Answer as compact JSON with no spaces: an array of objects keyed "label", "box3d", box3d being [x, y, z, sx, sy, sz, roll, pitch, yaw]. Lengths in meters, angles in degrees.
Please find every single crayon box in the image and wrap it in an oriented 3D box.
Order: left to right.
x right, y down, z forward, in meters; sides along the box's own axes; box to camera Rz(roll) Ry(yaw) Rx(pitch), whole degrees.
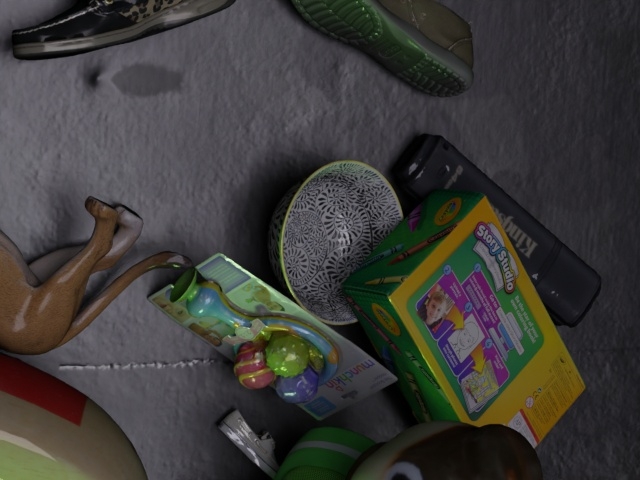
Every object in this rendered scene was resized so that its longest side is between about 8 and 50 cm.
[{"label":"crayon box","box3d":[0.155,0.104,1.941,0.165,0.081,0.278,-45,120,-27]}]

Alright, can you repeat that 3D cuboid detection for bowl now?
[{"label":"bowl","box3d":[0.000,0.000,1.907,0.170,0.080,0.170,-4,96,-41]}]

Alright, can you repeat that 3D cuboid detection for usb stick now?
[{"label":"usb stick","box3d":[0.196,-0.009,2.007,0.278,0.045,0.077,40,83,-19]}]

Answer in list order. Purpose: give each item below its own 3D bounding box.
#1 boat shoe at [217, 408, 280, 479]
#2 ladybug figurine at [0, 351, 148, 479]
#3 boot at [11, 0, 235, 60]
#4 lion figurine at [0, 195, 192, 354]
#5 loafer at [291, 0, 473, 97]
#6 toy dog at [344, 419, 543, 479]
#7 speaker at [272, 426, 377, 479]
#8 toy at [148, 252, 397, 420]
[{"label":"boat shoe","box3d":[-0.064,0.217,1.945,0.035,0.035,0.100,-46,102,-7]},{"label":"ladybug figurine","box3d":[-0.366,0.196,1.720,0.449,0.305,0.162,18,48,-11]},{"label":"boot","box3d":[-0.212,-0.281,1.807,0.236,0.085,0.178,-20,101,-24]},{"label":"lion figurine","box3d":[-0.335,0.025,1.769,0.392,0.142,0.240,30,92,-24]},{"label":"loafer","box3d":[0.064,-0.244,1.919,0.251,0.094,0.087,35,59,-29]},{"label":"toy dog","box3d":[0.173,0.357,1.719,0.395,0.285,0.408,-41,106,-29]},{"label":"speaker","box3d":[-0.021,0.334,1.831,0.131,0.131,0.296,39,53,-20]},{"label":"toy","box3d":[-0.056,0.116,1.881,0.237,0.137,0.056,39,49,-18]}]
